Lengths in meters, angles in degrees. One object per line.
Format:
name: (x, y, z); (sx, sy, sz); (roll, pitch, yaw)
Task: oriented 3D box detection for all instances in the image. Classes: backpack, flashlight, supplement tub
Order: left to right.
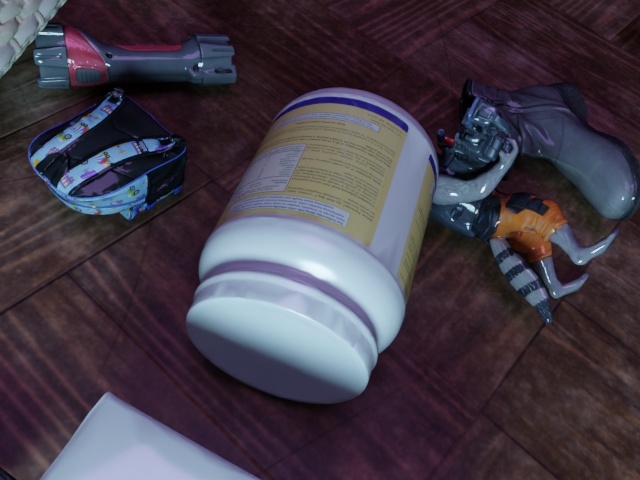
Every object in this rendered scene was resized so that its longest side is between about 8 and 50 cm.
backpack: (-0.288, -0.100, 0.800); (0.158, 0.116, 0.173); (39, 54, 14)
flashlight: (-0.298, -0.298, 0.960); (0.304, 0.103, 0.103); (-9, 17, -23)
supplement tub: (0.000, 0.000, 0.721); (0.241, 0.241, 0.331); (21, 52, 2)

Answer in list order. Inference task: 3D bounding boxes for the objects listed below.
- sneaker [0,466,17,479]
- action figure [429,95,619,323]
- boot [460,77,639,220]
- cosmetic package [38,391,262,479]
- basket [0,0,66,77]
sneaker: (-0.402, 0.240, 0.554); (0.229, 0.086, 0.132); (20, 57, 14)
action figure: (0.231, -0.053, 0.832); (0.330, 0.341, 0.178); (37, 93, 22)
boot: (0.375, -0.156, 1.023); (0.223, 0.118, 0.338); (-3, 44, -12)
cosmetic package: (-0.058, 0.312, 0.497); (0.385, 0.217, 0.156); (30, 54, 6)
basket: (-0.551, -0.372, 0.754); (0.267, 0.328, 0.331); (-2, 50, 24)
